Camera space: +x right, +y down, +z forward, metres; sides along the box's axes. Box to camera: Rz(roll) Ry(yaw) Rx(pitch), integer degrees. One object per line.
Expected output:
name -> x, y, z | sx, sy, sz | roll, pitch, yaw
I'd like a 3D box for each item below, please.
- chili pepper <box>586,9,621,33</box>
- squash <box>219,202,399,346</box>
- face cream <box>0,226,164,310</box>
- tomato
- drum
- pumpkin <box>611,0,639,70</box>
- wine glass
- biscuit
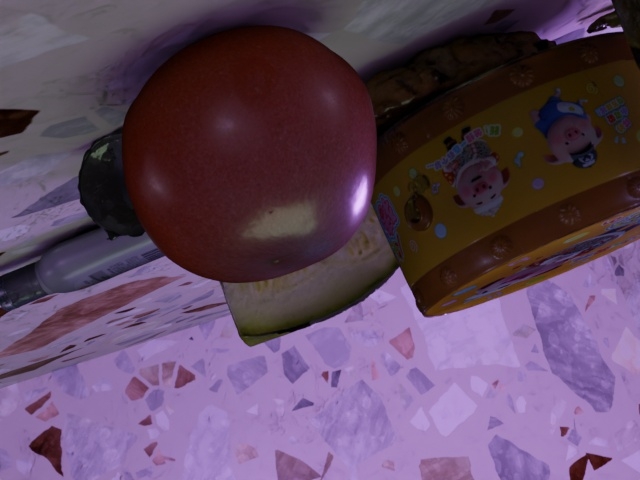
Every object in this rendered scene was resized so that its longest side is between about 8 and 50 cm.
chili pepper -> 0.457, -0.316, 1.517 | 0.208, 0.043, 0.049 | -15, -164, -11
squash -> 0.000, 0.000, 1.751 | 0.309, 0.233, 0.210 | -20, -178, 6
face cream -> -0.329, 0.026, 1.642 | 0.291, 0.071, 0.144 | -23, 172, 5
tomato -> -0.065, -0.079, 1.085 | 0.256, 0.224, 0.256 | -14, 158, -6
drum -> 0.278, -0.075, 1.451 | 0.431, 0.214, 0.431 | -20, 168, -5
pumpkin -> 0.354, -0.237, 1.096 | 0.139, 0.221, 0.317 | -23, 171, 17
wine glass -> -0.184, -0.062, 1.294 | 0.122, 0.122, 0.183 | -23, 175, 13
biscuit -> 0.156, -0.185, 1.455 | 0.334, 0.081, 0.289 | -15, 166, -33
